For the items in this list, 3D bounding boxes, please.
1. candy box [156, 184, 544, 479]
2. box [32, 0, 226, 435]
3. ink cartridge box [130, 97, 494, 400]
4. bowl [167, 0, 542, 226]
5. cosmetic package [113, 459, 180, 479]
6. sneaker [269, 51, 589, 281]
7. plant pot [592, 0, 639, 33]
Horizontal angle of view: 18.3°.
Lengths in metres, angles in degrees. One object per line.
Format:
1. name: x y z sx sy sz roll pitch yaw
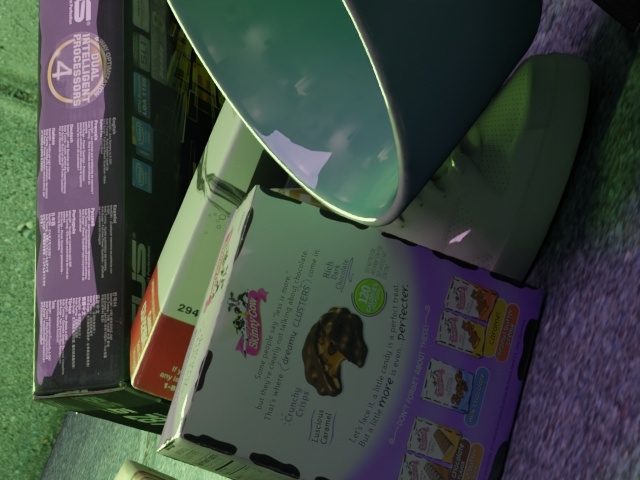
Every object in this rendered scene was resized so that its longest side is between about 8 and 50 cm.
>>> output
1. candy box: 0.019 0.080 1.208 0.070 0.196 0.165 139 150 -68
2. box: -0.130 -0.036 1.695 0.318 0.097 0.395 28 -123 -62
3. ink cartridge box: 0.000 0.000 1.441 0.114 0.197 0.273 -105 36 -70
4. bowl: 0.020 -0.182 1.208 0.163 0.311 0.311 -33 2 -15
5. cosmetic package: -0.060 0.246 1.236 0.129 0.153 0.296 -64 18 -4
6. sneaker: 0.050 -0.015 1.309 0.108 0.169 0.292 -90 24 -65
7. plant pot: 0.164 -0.262 1.076 0.188 0.167 0.187 -59 -1 40
